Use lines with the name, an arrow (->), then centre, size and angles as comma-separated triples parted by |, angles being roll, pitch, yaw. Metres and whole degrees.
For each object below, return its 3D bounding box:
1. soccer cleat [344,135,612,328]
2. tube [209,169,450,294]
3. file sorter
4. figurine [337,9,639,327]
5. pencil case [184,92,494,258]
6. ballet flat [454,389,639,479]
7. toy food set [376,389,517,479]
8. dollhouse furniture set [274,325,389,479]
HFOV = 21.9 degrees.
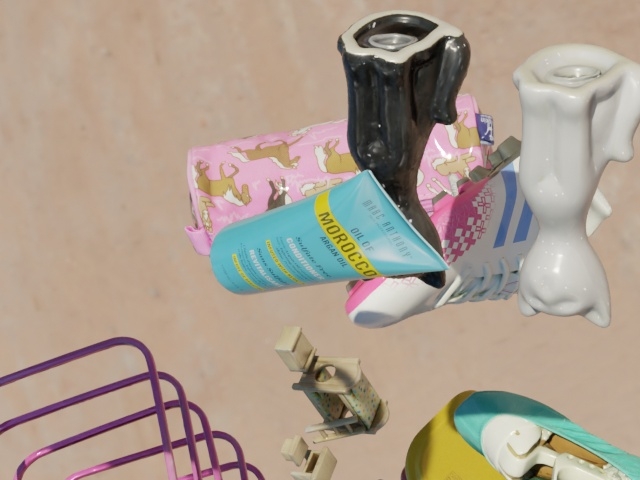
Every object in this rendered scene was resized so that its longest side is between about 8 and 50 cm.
soccer cleat -> 0.162, 0.008, 1.557 | 0.143, 0.331, 0.116 | 49, 142, 4
tube -> 0.000, 0.000, 1.083 | 0.080, 0.052, 0.207 | 46, 151, -19
file sorter -> -0.165, 0.233, 1.396 | 0.290, 0.202, 0.182 | 59, -165, -57
figurine -> 0.117, -0.040, 1.172 | 0.215, 0.092, 0.209 | 14, 124, 24
pencil case -> 0.024, -0.071, 2.025 | 0.167, 0.386, 0.160 | -107, 6, -87
ballet flat -> 0.232, 0.218, 1.638 | 0.247, 0.087, 0.083 | 23, 112, 24
toy food set -> 0.157, 0.262, 1.855 | 0.128, 0.218, 0.071 | 43, 155, 16
dollhouse furniture set -> 0.001, 0.239, 2.322 | 0.101, 0.161, 0.182 | 1, 142, 33
